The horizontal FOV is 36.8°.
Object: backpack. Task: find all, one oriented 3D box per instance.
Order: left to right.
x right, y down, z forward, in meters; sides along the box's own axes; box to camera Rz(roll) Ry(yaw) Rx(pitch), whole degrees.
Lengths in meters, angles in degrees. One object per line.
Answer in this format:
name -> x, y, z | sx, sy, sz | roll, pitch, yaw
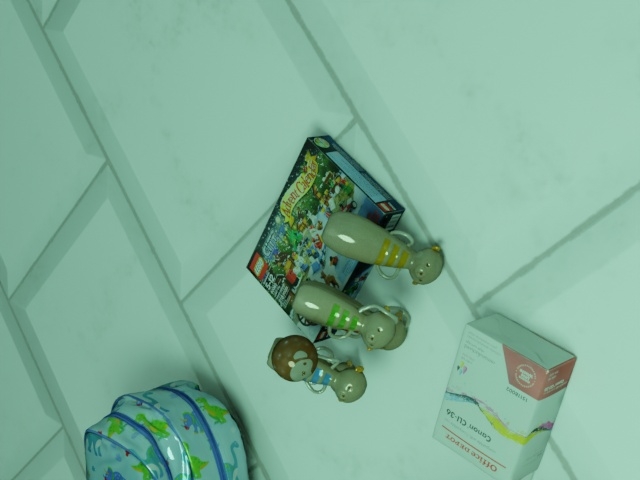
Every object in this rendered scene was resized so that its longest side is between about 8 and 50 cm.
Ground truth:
backpack -> -0.230, 0.396, 1.476 | 0.290, 0.273, 0.356 | 20, 100, 47

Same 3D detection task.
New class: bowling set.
bowling set -> 0.025, 0.131, 1.169 | 0.154, 0.200, 0.287 | 23, 127, -1

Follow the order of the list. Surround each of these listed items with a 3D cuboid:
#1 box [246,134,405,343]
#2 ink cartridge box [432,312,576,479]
box -> 0.000, 0.000, 1.283 | 0.159, 0.044, 0.233 | 46, 127, 27
ink cartridge box -> 0.204, 0.200, 1.112 | 0.115, 0.067, 0.198 | 29, 119, 36
